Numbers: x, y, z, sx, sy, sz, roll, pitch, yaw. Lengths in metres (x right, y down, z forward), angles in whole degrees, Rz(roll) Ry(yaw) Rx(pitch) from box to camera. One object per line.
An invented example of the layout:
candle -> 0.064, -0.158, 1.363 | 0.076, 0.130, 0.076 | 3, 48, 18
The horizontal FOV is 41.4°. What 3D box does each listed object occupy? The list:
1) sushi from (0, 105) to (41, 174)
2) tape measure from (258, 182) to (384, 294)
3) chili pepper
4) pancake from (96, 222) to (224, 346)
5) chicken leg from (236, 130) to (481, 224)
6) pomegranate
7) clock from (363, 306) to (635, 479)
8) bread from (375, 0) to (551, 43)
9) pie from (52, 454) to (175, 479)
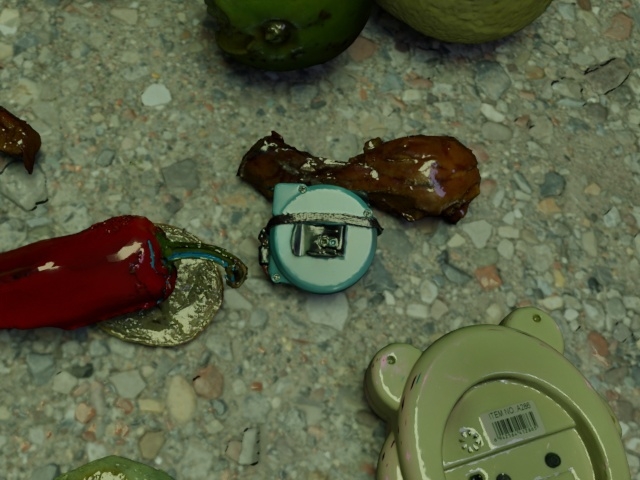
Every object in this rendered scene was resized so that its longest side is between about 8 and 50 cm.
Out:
sushi -> -0.374, -0.129, 0.998 | 0.120, 0.055, 0.052 | 30, 75, 15
tape measure -> 0.000, 0.000, 0.986 | 0.146, 0.081, 0.125 | 3, 84, 1
chili pepper -> -0.273, 0.041, 0.900 | 0.387, 0.110, 0.110 | -13, 69, -1
pancake -> -0.189, 0.051, 0.966 | 0.158, 0.028, 0.158 | 3, 69, -7
chicken leg -> 0.049, -0.081, 1.041 | 0.304, 0.093, 0.113 | 3, 79, -4
pomegranate -> -0.050, -0.353, 1.075 | 0.235, 0.236, 0.302 | 0, 46, -10
clock -> 0.196, 0.240, 0.910 | 0.283, 0.114, 0.310 | -14, 67, -14
bread -> 0.194, -0.421, 1.141 | 0.320, 0.237, 0.321 | -2, 57, 2
pie -> -0.207, 0.306, 0.840 | 0.186, 0.041, 0.187 | 4, 65, -9
